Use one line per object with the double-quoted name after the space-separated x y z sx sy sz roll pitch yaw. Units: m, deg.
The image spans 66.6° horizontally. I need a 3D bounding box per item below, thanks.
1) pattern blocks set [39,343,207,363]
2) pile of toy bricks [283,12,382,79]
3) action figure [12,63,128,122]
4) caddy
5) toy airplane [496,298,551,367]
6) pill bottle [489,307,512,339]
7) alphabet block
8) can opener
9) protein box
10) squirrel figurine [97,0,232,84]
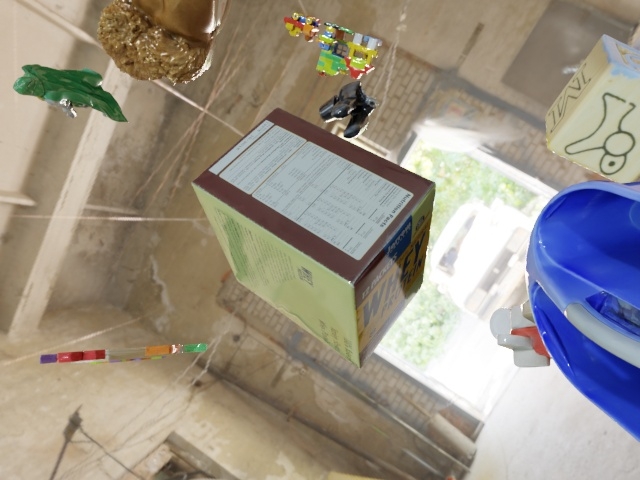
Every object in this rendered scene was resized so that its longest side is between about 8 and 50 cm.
-0.406 0.240 1.025 0.324 0.026 0.285 5 -15 -41 "pattern blocks set"
0.024 -0.395 1.025 0.118 0.212 0.105 -39 -29 -61 "pile of toy bricks"
-0.458 -0.268 0.876 0.063 0.137 0.232 -42 1 12 "action figure"
0.329 0.072 0.451 0.341 0.179 0.242 -126 29 -66 "caddy"
0.593 0.193 1.067 0.386 0.383 0.273 43 -115 -80 "toy airplane"
0.645 0.274 1.552 0.108 0.193 0.108 -29 56 57 "pill bottle"
0.602 -0.264 0.993 0.193 0.192 0.197 -59 -4 -48 "alphabet block"
0.038 -0.155 0.604 0.073 0.059 0.186 -37 17 16 "can opener"
0.000 0.000 0.542 0.136 0.201 0.200 -47 -27 -23 "protein box"
-0.417 -0.573 1.139 0.281 0.369 0.398 -95 22 -70 "squirrel figurine"
